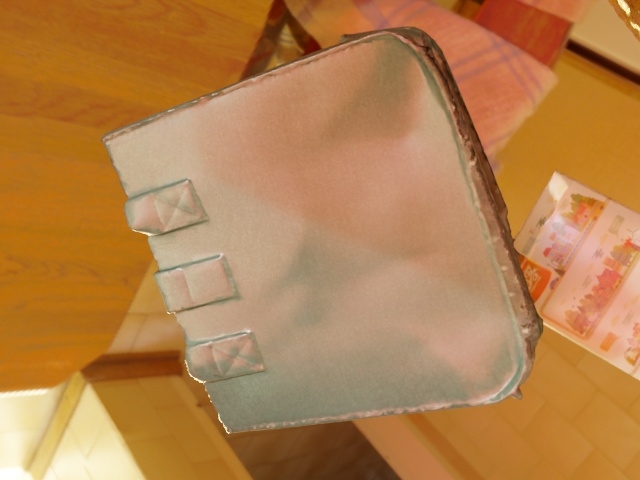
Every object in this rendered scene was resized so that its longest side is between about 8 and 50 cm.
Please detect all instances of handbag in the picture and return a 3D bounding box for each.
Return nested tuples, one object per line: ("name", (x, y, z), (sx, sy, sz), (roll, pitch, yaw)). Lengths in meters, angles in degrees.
("handbag", (0.004, -0.002, 0.535), (0.274, 0.268, 0.100), (-19, -170, 27))

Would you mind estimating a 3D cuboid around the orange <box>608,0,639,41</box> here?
("orange", (0.289, -0.251, 0.374), (0.322, 0.322, 0.356), (22, 95, -53))

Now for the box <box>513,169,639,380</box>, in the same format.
("box", (0.263, 0.047, 0.594), (0.122, 0.221, 0.032), (-61, 164, 8))
